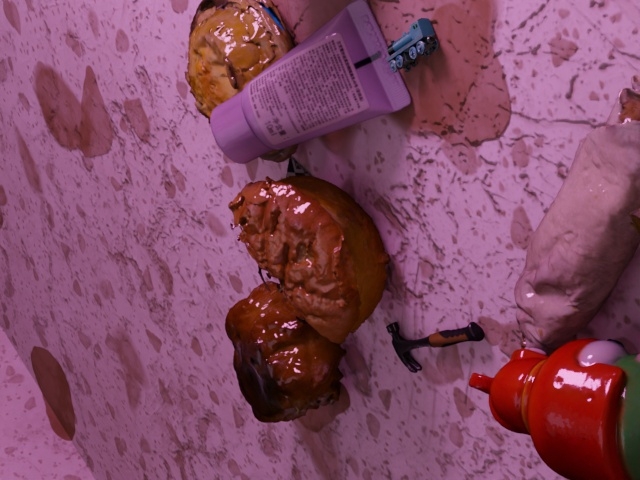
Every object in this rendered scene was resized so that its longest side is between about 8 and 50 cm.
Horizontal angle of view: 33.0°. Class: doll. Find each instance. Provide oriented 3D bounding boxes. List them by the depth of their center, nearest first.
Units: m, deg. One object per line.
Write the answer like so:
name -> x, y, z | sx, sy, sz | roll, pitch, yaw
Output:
doll -> 0.315, 0.191, 1.161 | 0.363, 0.182, 0.160 | 12, 78, 42

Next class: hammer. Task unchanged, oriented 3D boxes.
hammer -> 0.163, 0.144, 1.518 | 0.201, 0.021, 0.078 | -19, 94, 59

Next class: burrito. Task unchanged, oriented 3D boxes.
burrito -> 0.294, -0.010, 1.183 | 0.117, 0.076, 0.392 | 53, 144, 31

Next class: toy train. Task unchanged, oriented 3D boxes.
toy train -> 0.111, -0.240, 1.344 | 0.092, 0.029, 0.045 | -25, 82, 59

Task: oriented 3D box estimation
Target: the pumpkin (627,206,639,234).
pumpkin -> 0.394, 0.025, 1.009 | 0.110, 0.217, 0.217 | -45, 67, 15

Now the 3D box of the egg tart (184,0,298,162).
egg tart -> -0.128, -0.247, 1.613 | 0.291, 0.107, 0.291 | 33, 135, 40

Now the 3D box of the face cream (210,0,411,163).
face cream -> -0.021, -0.198, 1.457 | 0.274, 0.096, 0.154 | -24, 88, 29

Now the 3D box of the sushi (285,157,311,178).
sushi -> -0.029, -0.048, 1.671 | 0.126, 0.026, 0.120 | 45, 143, 31

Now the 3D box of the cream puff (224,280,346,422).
cream puff -> -0.061, 0.190, 1.752 | 0.269, 0.155, 0.241 | 14, 121, 54

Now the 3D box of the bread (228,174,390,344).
bread -> 0.001, 0.004, 1.535 | 0.260, 0.160, 0.147 | 53, 126, 11
